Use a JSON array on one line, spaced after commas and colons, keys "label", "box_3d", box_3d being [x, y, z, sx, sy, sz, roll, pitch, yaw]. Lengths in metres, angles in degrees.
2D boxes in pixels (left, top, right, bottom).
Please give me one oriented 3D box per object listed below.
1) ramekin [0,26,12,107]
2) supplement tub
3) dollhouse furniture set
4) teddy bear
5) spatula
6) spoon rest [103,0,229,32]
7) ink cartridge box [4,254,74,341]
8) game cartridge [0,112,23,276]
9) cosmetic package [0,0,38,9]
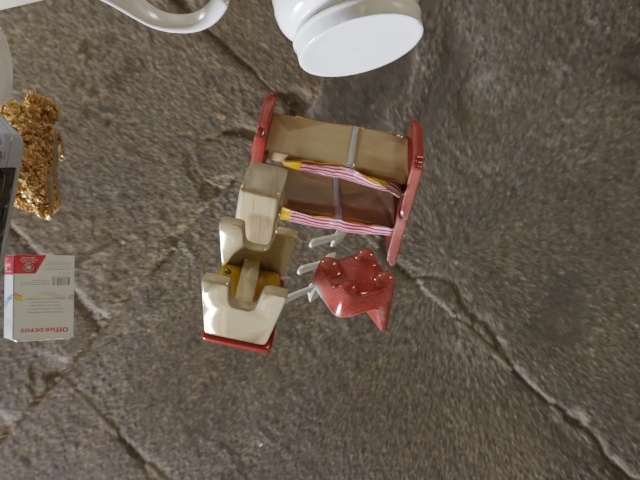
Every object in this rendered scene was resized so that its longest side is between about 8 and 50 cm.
[{"label": "ramekin", "box_3d": [-0.800, -0.372, 1.750, 0.127, 0.273, 0.273, 5, 90, 7]}, {"label": "supplement tub", "box_3d": [0.025, -0.449, 1.253, 0.235, 0.235, 0.325, -15, 78, 8]}, {"label": "dollhouse furniture set", "box_3d": [0.000, 0.000, 0.876, 0.201, 0.374, 0.152, 11, 128, -2]}, {"label": "teddy bear", "box_3d": [-0.596, -0.172, 1.634, 0.113, 0.245, 0.338, -4, 54, -7]}, {"label": "spatula", "box_3d": [-0.004, 0.051, 1.539, 0.019, 0.242, 0.168, 30, 103, 12]}, {"label": "spoon rest", "box_3d": [-0.260, -0.343, 1.036, 0.276, 0.137, 0.084, 19, 128, -22]}, {"label": "ink cartridge box", "box_3d": [-0.585, 0.117, 1.654, 0.072, 0.127, 0.175, -2, 86, 52]}, {"label": "game cartridge", "box_3d": [-0.552, -0.082, 1.263, 0.198, 0.062, 0.297, 44, 124, 37]}, {"label": "cosmetic package", "box_3d": [-0.479, -0.471, 1.268, 0.296, 0.129, 0.153, -15, 88, -2]}]
